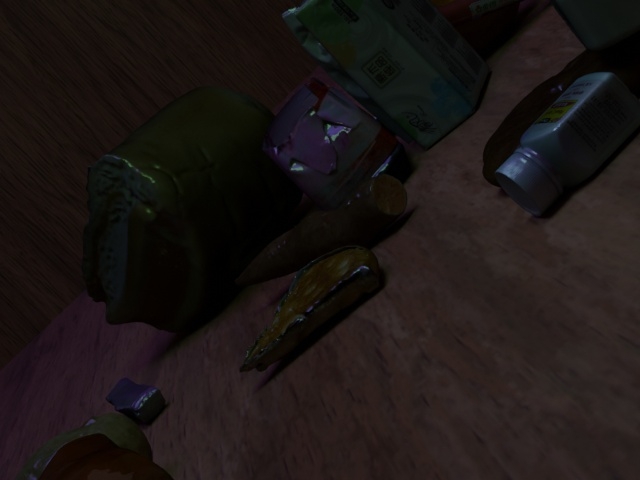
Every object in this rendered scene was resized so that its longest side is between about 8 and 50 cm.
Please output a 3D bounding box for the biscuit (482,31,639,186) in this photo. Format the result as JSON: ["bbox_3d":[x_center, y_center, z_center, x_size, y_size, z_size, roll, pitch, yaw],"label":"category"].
[{"bbox_3d":[0.227,-0.127,1.407,0.212,0.036,0.212,-41,10,9],"label":"biscuit"}]

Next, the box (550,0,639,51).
[{"bbox_3d":[0.370,-0.322,1.427,0.373,0.090,0.367,-34,13,12],"label":"box"}]

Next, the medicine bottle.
[{"bbox_3d":[0.199,-0.078,1.262,0.118,0.055,0.074,-45,11,-6],"label":"medicine bottle"}]

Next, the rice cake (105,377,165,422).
[{"bbox_3d":[-0.224,0.193,1.886,0.047,0.036,0.207,-56,12,-10],"label":"rice cake"}]

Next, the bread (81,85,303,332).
[{"bbox_3d":[-0.152,-0.045,2.102,0.341,0.210,0.300,-44,-21,-48],"label":"bread"}]

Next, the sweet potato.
[{"bbox_3d":[0.000,0.000,1.722,0.281,0.059,0.067,-30,29,55],"label":"sweet potato"}]

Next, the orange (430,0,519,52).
[{"bbox_3d":[0.173,-0.325,2.046,0.177,0.177,0.155,-47,13,-15],"label":"orange"}]

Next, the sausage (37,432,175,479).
[{"bbox_3d":[-0.172,0.232,1.262,0.133,0.133,0.258,-46,14,-15],"label":"sausage"}]

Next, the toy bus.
[{"bbox_3d":[0.013,-0.111,1.911,0.127,0.147,0.302,-49,8,4],"label":"toy bus"}]

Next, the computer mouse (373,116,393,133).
[{"bbox_3d":[0.088,-0.158,2.113,0.056,0.032,0.110,-39,1,20],"label":"computer mouse"}]

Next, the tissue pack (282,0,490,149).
[{"bbox_3d":[0.072,-0.224,1.869,0.145,0.229,0.159,-40,11,27],"label":"tissue pack"}]

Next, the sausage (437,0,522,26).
[{"bbox_3d":[0.220,-0.304,1.960,0.253,0.034,0.034,-22,8,-7],"label":"sausage"}]

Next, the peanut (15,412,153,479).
[{"bbox_3d":[-0.236,0.237,1.533,0.159,0.109,0.140,-45,10,4],"label":"peanut"}]

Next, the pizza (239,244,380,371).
[{"bbox_3d":[-0.008,0.070,1.533,0.176,0.036,0.185,-50,13,-23],"label":"pizza"}]
